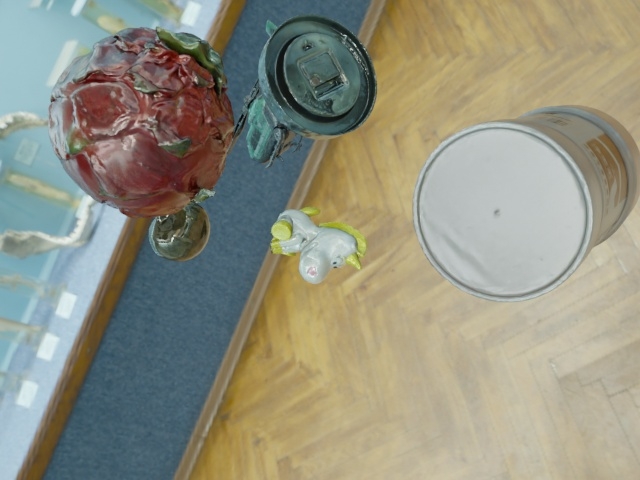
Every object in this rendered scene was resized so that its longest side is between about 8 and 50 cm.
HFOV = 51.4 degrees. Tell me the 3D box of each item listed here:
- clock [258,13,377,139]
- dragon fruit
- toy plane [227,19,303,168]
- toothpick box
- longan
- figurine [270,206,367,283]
[{"bbox_3d":[-0.004,-0.278,1.137,0.042,0.215,0.214,-17,58,61],"label":"clock"},{"bbox_3d":[-0.226,-0.146,0.869,0.299,0.245,0.244,-23,54,60],"label":"dragon fruit"},{"bbox_3d":[-0.107,-0.292,1.458,0.155,0.106,0.381,43,142,12],"label":"toy plane"},{"bbox_3d":[0.131,-0.029,0.404,0.098,0.149,0.098,10,109,32],"label":"toothpick box"},{"bbox_3d":[-0.237,-0.018,1.113,0.113,0.113,0.092,-52,47,14],"label":"longan"},{"bbox_3d":[-0.003,0.006,1.178,0.178,0.109,0.130,35,64,26],"label":"figurine"}]
